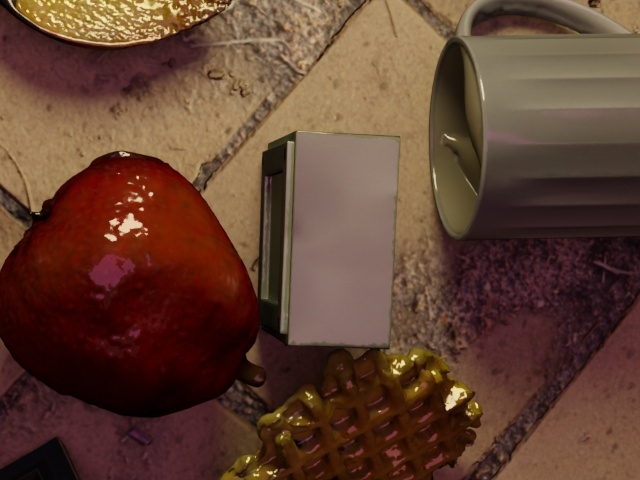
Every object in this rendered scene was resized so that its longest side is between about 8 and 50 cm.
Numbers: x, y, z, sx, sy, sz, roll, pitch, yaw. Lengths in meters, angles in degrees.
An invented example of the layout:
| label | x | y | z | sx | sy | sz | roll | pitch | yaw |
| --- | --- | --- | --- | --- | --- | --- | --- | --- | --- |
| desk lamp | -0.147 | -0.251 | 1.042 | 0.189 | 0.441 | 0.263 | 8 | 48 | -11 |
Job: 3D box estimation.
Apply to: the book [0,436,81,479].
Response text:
| label | x | y | z | sx | sy | sz | roll | pitch | yaw |
| --- | --- | --- | --- | --- | --- | --- | --- | --- | --- |
| book | -0.372 | 0.345 | 1.460 | 0.269 | 0.191 | 0.025 | -29 | 132 | -9 |

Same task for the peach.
| label | x | y | z | sx | sy | sz | roll | pitch | yaw |
| --- | --- | --- | --- | --- | --- | --- | --- | --- | --- |
| peach | -0.239 | -0.297 | 1.523 | 0.279 | 0.068 | 0.189 | 15 | 80 | -9 |

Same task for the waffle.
| label | x | y | z | sx | sy | sz | roll | pitch | yaw |
| --- | --- | --- | --- | --- | --- | --- | --- | --- | --- |
| waffle | 0.034 | 0.249 | 1.526 | 0.307 | 0.060 | 0.312 | 26 | 110 | -42 |

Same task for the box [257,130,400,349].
| label | x | y | z | sx | sy | sz | roll | pitch | yaw |
| --- | --- | --- | --- | --- | --- | --- | --- | --- | --- |
| box | 0.000 | 0.000 | 1.492 | 0.117 | 0.225 | 0.225 | 3 | 90 | -11 |

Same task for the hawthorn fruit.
| label | x | y | z | sx | sy | sz | roll | pitch | yaw |
| --- | --- | --- | --- | --- | --- | --- | --- | --- | --- |
| hawthorn fruit | -0.189 | 0.069 | 1.444 | 0.307 | 0.265 | 0.265 | 36 | 85 | -16 |

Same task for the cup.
| label | x | y | z | sx | sy | sz | roll | pitch | yaw |
| --- | --- | --- | --- | --- | --- | --- | --- | --- | --- |
| cup | 0.303 | -0.154 | 1.563 | 0.326 | 0.237 | 0.323 | -3 | 61 | -10 |
